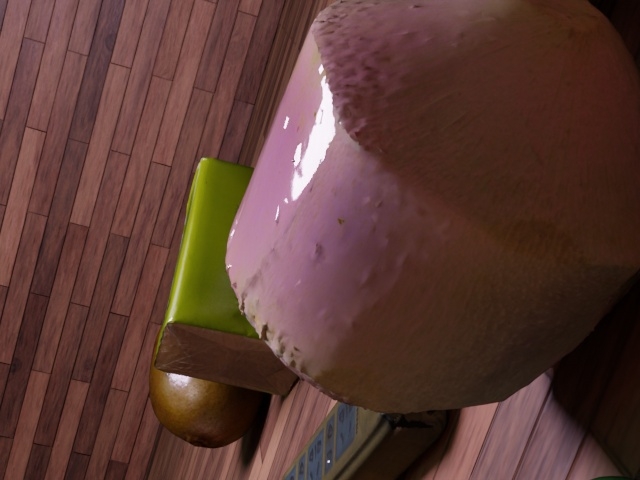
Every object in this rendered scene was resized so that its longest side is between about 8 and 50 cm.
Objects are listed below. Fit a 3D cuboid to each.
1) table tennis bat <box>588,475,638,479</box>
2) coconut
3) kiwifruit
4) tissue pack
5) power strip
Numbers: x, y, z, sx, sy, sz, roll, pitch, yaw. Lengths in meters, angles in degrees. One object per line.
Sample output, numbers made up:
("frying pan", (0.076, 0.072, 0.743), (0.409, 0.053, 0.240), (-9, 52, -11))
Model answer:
("table tennis bat", (0.114, 0.219, 0.534), (0.257, 0.039, 0.160), (124, 161, -52))
("coconut", (0.081, -0.033, 0.577), (0.233, 0.233, 0.245), (-87, 23, -48))
("kiwifruit", (-0.174, 0.212, 1.587), (0.196, 0.196, 0.234), (118, 164, -49))
("tissue pack", (-0.105, 0.049, 1.424), (0.167, 0.200, 0.275), (118, 163, -55))
("power strip", (0.031, 0.188, 0.915), (0.387, 0.066, 0.092), (120, 160, -51))
